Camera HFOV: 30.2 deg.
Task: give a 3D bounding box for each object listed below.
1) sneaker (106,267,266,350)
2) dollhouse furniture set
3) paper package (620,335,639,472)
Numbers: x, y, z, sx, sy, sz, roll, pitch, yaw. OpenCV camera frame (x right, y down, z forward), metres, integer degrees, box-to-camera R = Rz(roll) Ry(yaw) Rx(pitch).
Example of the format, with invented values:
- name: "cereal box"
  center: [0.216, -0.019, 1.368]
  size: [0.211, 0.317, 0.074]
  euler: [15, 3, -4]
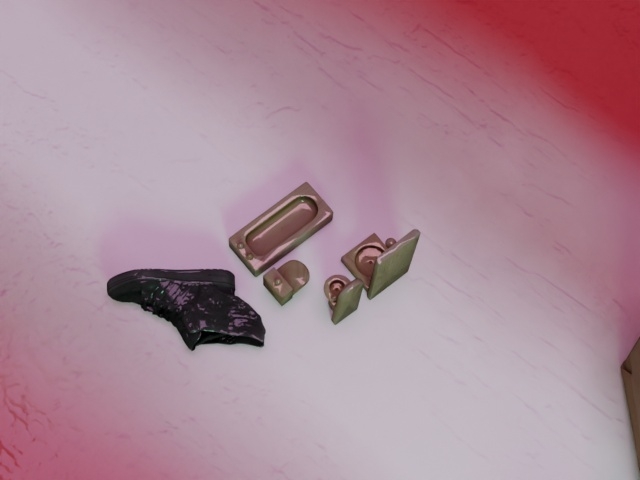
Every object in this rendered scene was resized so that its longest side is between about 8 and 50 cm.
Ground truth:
- name: "sneaker"
  center: [-0.147, 0.078, 1.297]
  size: [0.170, 0.051, 0.089]
  euler: [-2, 66, -7]
- name: "dollhouse furniture set"
  center: [0.000, 0.000, 1.294]
  size: [0.144, 0.123, 0.151]
  euler: [-37, 76, -15]
- name: "paper package"
  center: [0.500, 0.210, 1.197]
  size: [0.324, 0.168, 0.310]
  euler: [-1, 59, -4]
